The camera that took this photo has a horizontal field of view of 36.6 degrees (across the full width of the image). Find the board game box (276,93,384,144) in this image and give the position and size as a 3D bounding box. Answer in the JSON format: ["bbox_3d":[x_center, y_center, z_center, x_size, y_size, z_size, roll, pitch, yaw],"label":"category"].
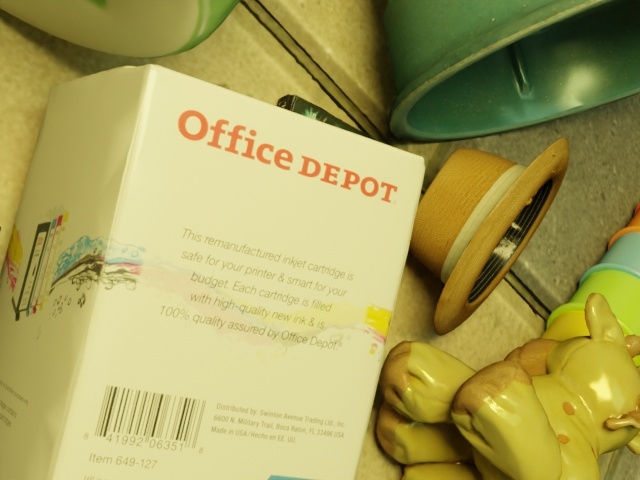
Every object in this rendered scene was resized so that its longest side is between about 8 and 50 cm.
[{"bbox_3d":[0.000,0.000,0.720,0.126,0.026,0.186,26,68,-31],"label":"board game box"}]

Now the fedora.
[{"bbox_3d":[0.119,-0.017,0.759,0.079,0.194,0.194,35,55,16],"label":"fedora"}]

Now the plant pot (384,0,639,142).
[{"bbox_3d":[0.172,-0.288,0.728,0.341,0.341,0.334,-9,81,-38],"label":"plant pot"}]

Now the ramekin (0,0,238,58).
[{"bbox_3d":[-0.137,-0.231,0.490,0.303,0.303,0.148,39,69,-26],"label":"ramekin"}]

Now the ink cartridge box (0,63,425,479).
[{"bbox_3d":[-0.077,0.041,0.539,0.171,0.168,0.233,16,86,-33],"label":"ink cartridge box"}]

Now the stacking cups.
[{"bbox_3d":[0.293,0.044,0.903,0.316,0.096,0.096,-42,108,-37],"label":"stacking cups"}]

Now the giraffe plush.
[{"bbox_3d":[0.168,0.127,0.714,0.170,0.210,0.181,-39,143,-34],"label":"giraffe plush"}]
